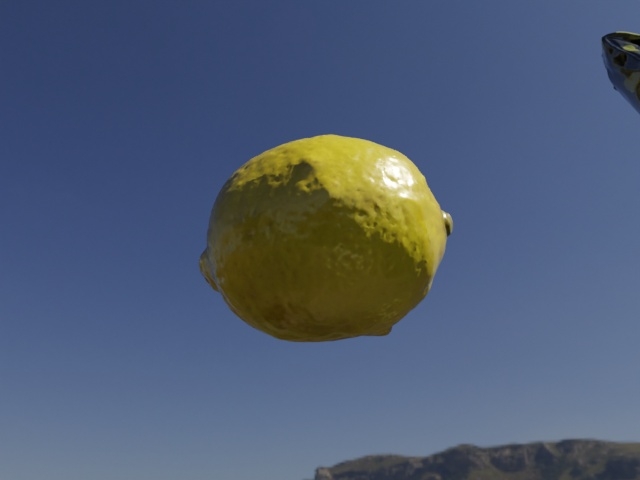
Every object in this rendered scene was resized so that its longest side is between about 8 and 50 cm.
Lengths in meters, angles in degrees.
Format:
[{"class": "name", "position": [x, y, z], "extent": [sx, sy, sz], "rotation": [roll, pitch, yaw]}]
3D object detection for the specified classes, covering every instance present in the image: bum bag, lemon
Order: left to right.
[{"class": "lemon", "position": [0.000, 0.000, 0.718], "extent": [0.288, 0.233, 0.233], "rotation": [-13, -27, 13]}, {"class": "bum bag", "position": [0.357, -0.120, 0.638], "extent": [0.232, 0.107, 0.060], "rotation": [39, -71, -10]}]
